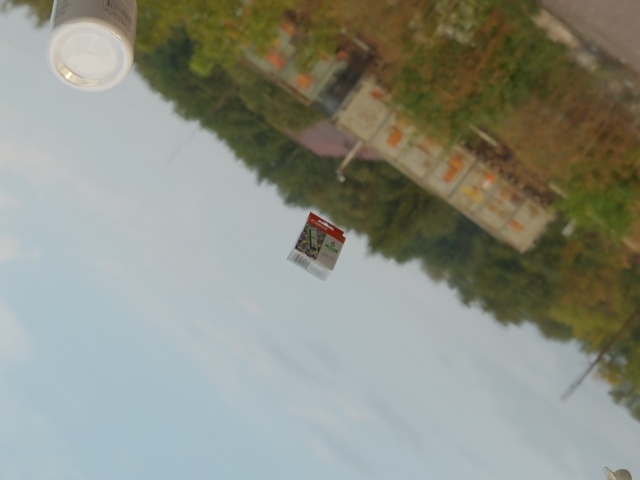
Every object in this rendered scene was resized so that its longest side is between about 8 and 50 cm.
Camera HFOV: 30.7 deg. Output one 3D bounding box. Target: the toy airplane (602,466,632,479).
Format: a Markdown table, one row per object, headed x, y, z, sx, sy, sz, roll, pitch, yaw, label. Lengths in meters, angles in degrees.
| x | y | z | sx | sy | sz | roll | pitch | yaw | label |
| --- | --- | --- | --- | --- | --- | --- | --- | --- | --- |
| 0.425 | 0.419 | 1.258 | 0.272 | 0.384 | 0.386 | 7 | -110 | -83 | toy airplane |

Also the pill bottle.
| x | y | z | sx | sy | sz | roll | pitch | yaw | label |
| --- | --- | --- | --- | --- | --- | --- | --- | --- | --- |
| -0.351 | -0.344 | 1.809 | 0.131 | 0.131 | 0.229 | 32 | -149 | -28 | pill bottle |

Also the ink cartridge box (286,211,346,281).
| x | y | z | sx | sy | sz | roll | pitch | yaw | label |
| --- | --- | --- | --- | --- | --- | --- | --- | --- | --- |
| 0.000 | 0.000 | 1.643 | 0.063 | 0.029 | 0.115 | 31 | -139 | -6 | ink cartridge box |
